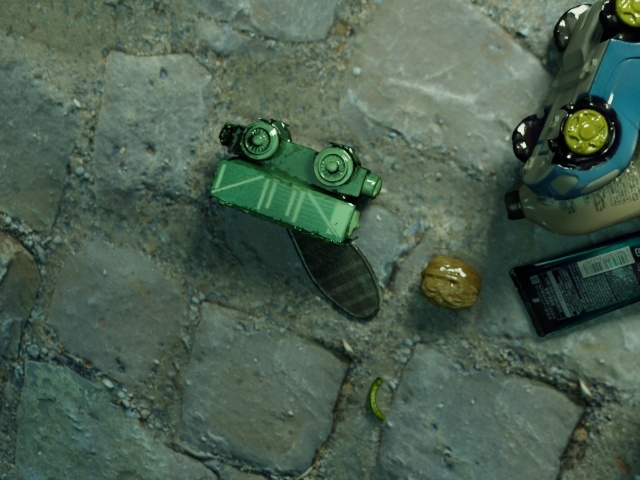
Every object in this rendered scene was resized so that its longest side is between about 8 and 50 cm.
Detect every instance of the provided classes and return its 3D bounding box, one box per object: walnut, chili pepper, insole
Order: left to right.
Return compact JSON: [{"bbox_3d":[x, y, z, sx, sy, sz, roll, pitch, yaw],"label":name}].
[{"bbox_3d":[0.000,0.000,1.240,0.110,0.012,0.309,-28,96,25],"label":"insole"},{"bbox_3d":[0.098,0.273,1.285,0.030,0.017,0.083,6,107,15],"label":"chili pepper"},{"bbox_3d":[0.201,0.068,1.159,0.096,0.082,0.078,21,80,6],"label":"walnut"}]

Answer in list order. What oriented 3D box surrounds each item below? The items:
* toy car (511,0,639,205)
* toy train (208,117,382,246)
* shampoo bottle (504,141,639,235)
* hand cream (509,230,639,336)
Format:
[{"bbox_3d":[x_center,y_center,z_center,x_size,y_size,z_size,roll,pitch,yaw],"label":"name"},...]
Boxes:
[{"bbox_3d":[0.369,-0.182,0.945,0.166,0.198,0.314,21,92,-2],"label":"toy car"},{"bbox_3d":[-0.043,-0.096,1.160,0.270,0.115,0.154,20,97,4],"label":"toy train"},{"bbox_3d":[0.388,-0.076,1.050,0.257,0.078,0.127,-13,92,20],"label":"shampoo bottle"},{"bbox_3d":[0.423,0.053,1.094,0.271,0.061,0.120,-24,96,28],"label":"hand cream"}]
